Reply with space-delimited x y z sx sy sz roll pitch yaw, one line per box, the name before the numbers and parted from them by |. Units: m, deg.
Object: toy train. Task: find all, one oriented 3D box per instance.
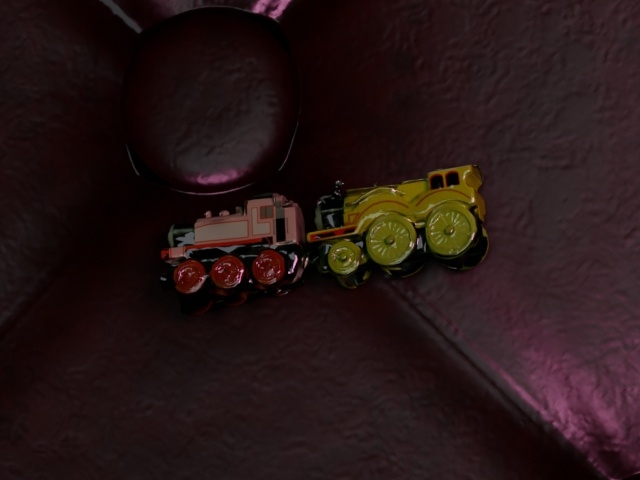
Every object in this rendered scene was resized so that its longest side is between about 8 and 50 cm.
toy train | 0.000 0.000 1.303 0.249 0.053 0.085 -10 73 13
